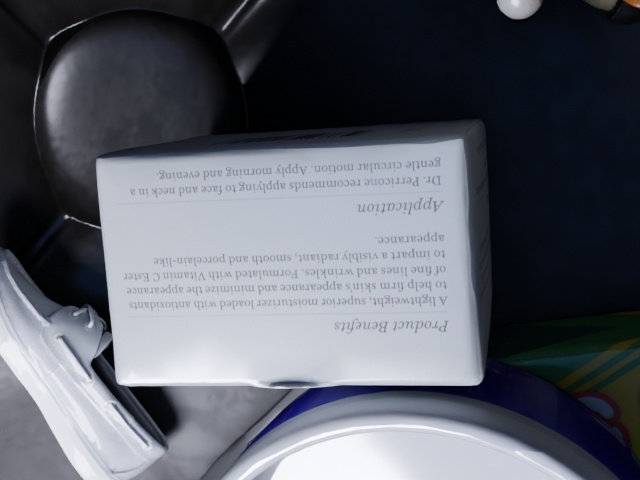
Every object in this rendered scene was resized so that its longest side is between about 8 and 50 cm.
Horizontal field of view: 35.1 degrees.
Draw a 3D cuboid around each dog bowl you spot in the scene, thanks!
[{"bbox_3d":[0.059,0.197,0.535,0.265,0.104,0.265,3,102,14],"label":"dog bowl"}]

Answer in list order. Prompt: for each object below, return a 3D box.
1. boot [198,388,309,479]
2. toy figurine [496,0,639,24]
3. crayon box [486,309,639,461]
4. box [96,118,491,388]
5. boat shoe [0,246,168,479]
[{"bbox_3d":[0.006,0.136,0.642,0.086,0.069,0.190,44,114,-6],"label":"boot"},{"bbox_3d":[0.131,-0.205,0.473,0.148,0.209,0.213,16,104,2],"label":"toy figurine"},{"bbox_3d":[0.227,0.138,0.584,0.318,0.081,0.202,-9,98,13],"label":"crayon box"},{"bbox_3d":[0.000,0.000,0.551,0.181,0.182,0.119,-2,98,11],"label":"box"},{"bbox_3d":[-0.163,0.076,0.662,0.063,0.066,0.184,-30,91,1],"label":"boat shoe"}]
